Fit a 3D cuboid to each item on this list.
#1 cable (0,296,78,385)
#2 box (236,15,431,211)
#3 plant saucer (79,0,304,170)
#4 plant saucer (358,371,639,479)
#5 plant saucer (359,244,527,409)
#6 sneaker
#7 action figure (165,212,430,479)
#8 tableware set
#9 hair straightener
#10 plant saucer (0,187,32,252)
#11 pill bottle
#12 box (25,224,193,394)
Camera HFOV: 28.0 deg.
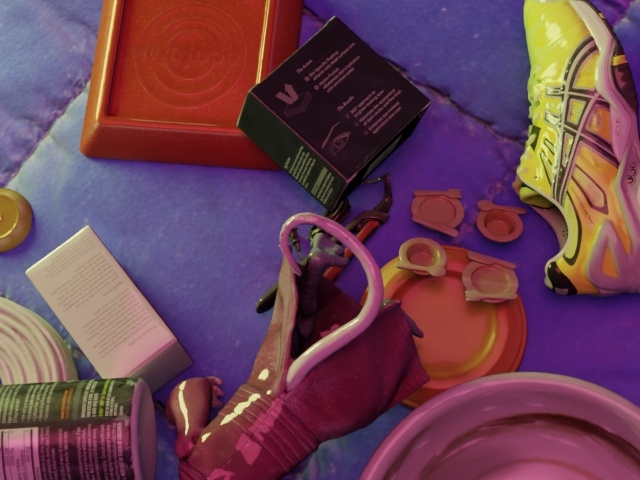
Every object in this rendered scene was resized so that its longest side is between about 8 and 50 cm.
[{"bbox_3d":[-0.403,0.186,1.459,0.257,0.089,0.257,10,74,7],"label":"cable"},{"bbox_3d":[0.015,-0.148,1.506,0.158,0.093,0.156,43,65,6],"label":"box"},{"bbox_3d":[-0.160,-0.223,1.591,0.258,0.048,0.259,5,74,5],"label":"plant saucer"},{"bbox_3d":[0.220,0.344,1.359,0.400,0.100,0.400,0,75,1],"label":"plant saucer"},{"bbox_3d":[0.139,0.098,1.478,0.200,0.037,0.200,-1,73,3],"label":"plant saucer"},{"bbox_3d":[0.287,-0.119,1.480,0.147,0.145,0.385,-13,71,-1],"label":"sneaker"},{"bbox_3d":[-0.038,0.195,1.340,0.248,0.276,0.370,37,76,10],"label":"action figure"},{"bbox_3d":[0.165,0.002,1.485,0.141,0.020,0.169,12,49,5],"label":"tableware set"},{"bbox_3d":[0.000,0.000,1.511,0.089,0.047,0.230,37,79,13],"label":"hair straightener"},{"bbox_3d":[-0.393,-0.026,1.562,0.083,0.015,0.083,-1,73,4],"label":"plant saucer"},{"bbox_3d":[-0.300,0.211,1.329,0.245,0.130,0.130,-3,73,3],"label":"pill bottle"},{"bbox_3d":[-0.236,0.089,1.457,0.091,0.130,0.170,-38,75,-9],"label":"box"}]
